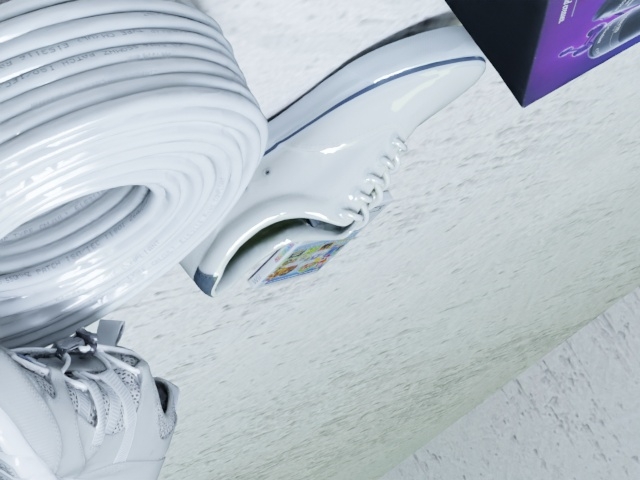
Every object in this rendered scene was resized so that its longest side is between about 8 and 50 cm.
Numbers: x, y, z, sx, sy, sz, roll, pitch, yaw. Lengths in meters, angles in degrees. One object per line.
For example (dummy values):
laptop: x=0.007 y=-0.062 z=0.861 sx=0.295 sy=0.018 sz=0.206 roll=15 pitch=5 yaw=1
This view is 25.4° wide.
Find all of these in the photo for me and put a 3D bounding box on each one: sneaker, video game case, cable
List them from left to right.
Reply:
cable: x=-0.151 y=-0.026 z=0.748 sx=0.257 sy=0.089 sz=0.257 roll=-31 pitch=164 yaw=1
sneaker: x=-0.154 y=0.086 z=0.800 sx=0.115 sy=0.105 sz=0.281 roll=-62 pitch=164 yaw=-13
video game case: x=0.000 y=0.000 z=1.248 sx=0.087 sy=0.011 sz=0.122 roll=-14 pitch=157 yaw=-48
sneaker: x=0.011 y=-0.049 z=0.969 sx=0.258 sy=0.091 sz=0.094 roll=-32 pitch=164 yaw=2

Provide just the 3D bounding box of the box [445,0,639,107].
box: x=0.177 y=-0.202 z=0.802 sx=0.184 sy=0.103 sz=0.261 roll=-32 pitch=164 yaw=-7
